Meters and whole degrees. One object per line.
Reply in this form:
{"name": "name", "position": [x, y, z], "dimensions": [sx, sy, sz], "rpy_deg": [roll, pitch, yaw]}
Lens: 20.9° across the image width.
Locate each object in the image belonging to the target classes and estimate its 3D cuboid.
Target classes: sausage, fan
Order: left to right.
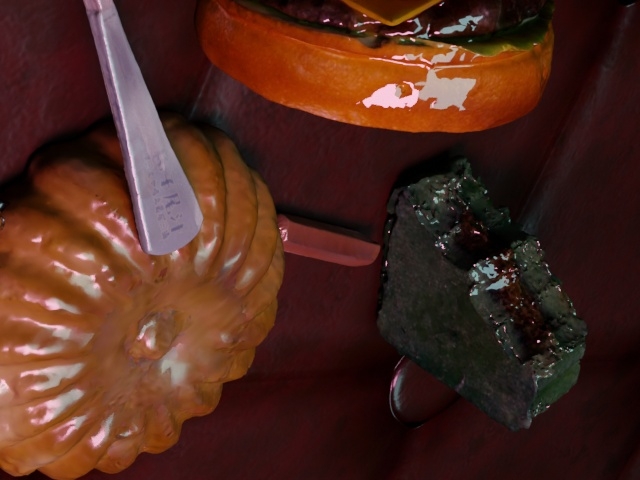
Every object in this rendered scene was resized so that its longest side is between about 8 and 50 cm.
{"name": "fan", "position": [-0.137, -0.117, 1.231], "dimensions": [0.057, 0.023, 0.282], "rpy_deg": [-30, 121, -30]}
{"name": "sausage", "position": [0.000, 0.001, 1.544], "dimensions": [0.147, 0.035, 0.030], "rpy_deg": [15, 113, -50]}

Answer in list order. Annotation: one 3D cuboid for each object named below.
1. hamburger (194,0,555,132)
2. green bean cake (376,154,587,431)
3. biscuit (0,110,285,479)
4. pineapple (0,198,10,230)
{"name": "hamburger", "position": [0.053, -0.215, 1.212], "dimensions": [0.291, 0.291, 0.225], "rpy_deg": [-15, 123, -39]}
{"name": "green bean cake", "position": [0.157, 0.049, 1.613], "dimensions": [0.107, 0.208, 0.193], "rpy_deg": [-26, 139, -35]}
{"name": "biscuit", "position": [-0.153, 0.058, 1.378], "dimensions": [0.325, 0.107, 0.326], "rpy_deg": [-26, 134, -30]}
{"name": "pineapple", "position": [-0.314, 0.001, 1.170], "dimensions": [0.224, 0.076, 0.225], "rpy_deg": [-26, 138, -26]}
